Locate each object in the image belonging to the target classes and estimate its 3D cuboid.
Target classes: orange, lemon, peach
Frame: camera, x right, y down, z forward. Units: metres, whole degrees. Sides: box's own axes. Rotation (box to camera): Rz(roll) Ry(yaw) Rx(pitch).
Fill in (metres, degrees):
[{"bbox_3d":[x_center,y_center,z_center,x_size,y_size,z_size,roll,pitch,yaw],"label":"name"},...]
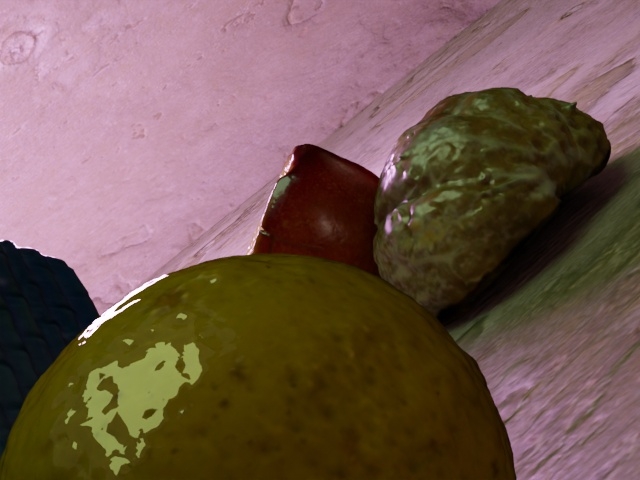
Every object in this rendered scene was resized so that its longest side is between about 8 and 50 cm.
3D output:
[{"bbox_3d":[0.193,-0.072,1.651,0.368,0.210,0.271,-42,9,-39],"label":"orange"},{"bbox_3d":[-0.049,0.185,0.889,0.350,0.350,0.387,-26,-3,42],"label":"lemon"},{"bbox_3d":[0.000,0.000,1.787,0.245,0.275,0.249,-5,44,-17],"label":"peach"}]

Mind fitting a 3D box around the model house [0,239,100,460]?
[{"bbox_3d":[-0.375,0.201,1.179,0.445,0.400,0.395,-23,52,-11],"label":"model house"}]
